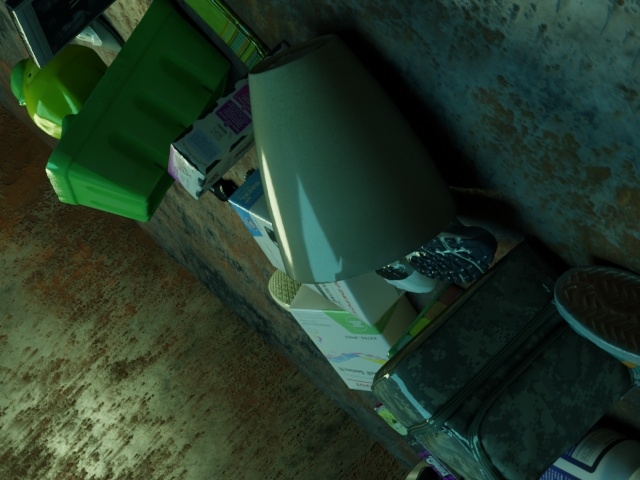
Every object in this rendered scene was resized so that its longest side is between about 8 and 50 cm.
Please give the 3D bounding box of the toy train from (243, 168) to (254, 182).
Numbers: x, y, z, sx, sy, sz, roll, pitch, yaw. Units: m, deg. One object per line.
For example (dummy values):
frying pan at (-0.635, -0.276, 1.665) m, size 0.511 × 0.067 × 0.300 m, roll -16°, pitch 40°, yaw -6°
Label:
toy train at (-0.145, -0.110, 2.004) m, size 0.036 × 0.027 × 0.158 m, roll 30°, pitch 161°, yaw 10°

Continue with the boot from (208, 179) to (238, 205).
boot at (-0.243, -0.129, 2.165) m, size 0.121 × 0.045 × 0.099 m, roll 42°, pitch 169°, yaw -22°

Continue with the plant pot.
plant pot at (0.018, -0.124, 1.220) m, size 0.256 × 0.256 × 0.274 m, roll 15°, pitch 133°, yaw 60°

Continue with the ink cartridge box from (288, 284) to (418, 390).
ink cartridge box at (0.115, 0.215, 1.916) m, size 0.207 × 0.119 × 0.353 m, roll -1°, pitch 137°, yaw 40°

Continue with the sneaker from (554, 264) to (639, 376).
sneaker at (0.414, 0.140, 1.095) m, size 0.302 × 0.108 × 0.121 m, roll 32°, pitch 156°, yaw 33°

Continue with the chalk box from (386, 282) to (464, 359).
chalk box at (0.247, 0.211, 1.573) m, size 0.179 × 0.180 × 0.289 m, roll 31°, pitch 159°, yaw 38°

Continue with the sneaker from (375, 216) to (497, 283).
sneaker at (0.153, -0.018, 1.308) m, size 0.110 × 0.122 × 0.283 m, roll 40°, pitch 161°, yaw -26°

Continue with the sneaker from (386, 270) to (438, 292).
sneaker at (0.126, -0.001, 1.508) m, size 0.235 × 0.090 × 0.095 m, roll 48°, pitch 155°, yaw -19°

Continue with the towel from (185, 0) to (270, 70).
towel at (-0.174, -0.358, 1.435) m, size 0.237 × 0.021 × 0.102 m, roll 46°, pitch 164°, yaw -6°

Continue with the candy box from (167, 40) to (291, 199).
candy box at (-0.125, -0.178, 1.382) m, size 0.071 × 0.233 × 0.159 m, roll 44°, pitch 164°, yaw -1°

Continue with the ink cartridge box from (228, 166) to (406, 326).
ink cartridge box at (0.000, 0.000, 1.730) m, size 0.307 × 0.129 × 0.223 m, roll 29°, pitch 158°, yaw 43°

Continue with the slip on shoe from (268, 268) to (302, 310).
slip on shoe at (-0.001, 0.147, 2.159) m, size 0.331 × 0.123 × 0.101 m, roll 23°, pitch 159°, yaw 41°

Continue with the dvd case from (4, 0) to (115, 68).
dvd case at (-0.386, -0.400, 1.448) m, size 0.029 × 0.239 × 0.179 m, roll 40°, pitch 164°, yaw 9°

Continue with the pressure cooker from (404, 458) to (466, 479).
pressure cooker at (0.372, 0.599, 1.884) m, size 0.420 × 0.370 × 0.375 m, roll 128°, pitch 125°, yaw -72°

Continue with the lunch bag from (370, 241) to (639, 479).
lunch bag at (0.261, 0.189, 1.261) m, size 0.256 × 0.305 × 0.212 m, roll 47°, pitch 165°, yaw 7°

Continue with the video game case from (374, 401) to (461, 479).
video game case at (0.238, 0.314, 1.773) m, size 0.210 × 0.232 × 0.042 m, roll 47°, pitch 143°, yaw -7°

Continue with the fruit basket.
fruit basket at (-0.388, -0.251, 1.608) m, size 0.392 × 0.392 × 0.283 m, roll 43°, pitch 165°, yaw 1°

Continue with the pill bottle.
pill bottle at (0.466, 0.389, 1.529) m, size 0.153 × 0.153 × 0.264 m, roll 53°, pitch 163°, yaw -29°

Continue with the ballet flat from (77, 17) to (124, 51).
ballet flat at (-0.504, -0.461, 1.910) m, size 0.213 × 0.068 × 0.072 m, roll 48°, pitch 164°, yaw -17°
